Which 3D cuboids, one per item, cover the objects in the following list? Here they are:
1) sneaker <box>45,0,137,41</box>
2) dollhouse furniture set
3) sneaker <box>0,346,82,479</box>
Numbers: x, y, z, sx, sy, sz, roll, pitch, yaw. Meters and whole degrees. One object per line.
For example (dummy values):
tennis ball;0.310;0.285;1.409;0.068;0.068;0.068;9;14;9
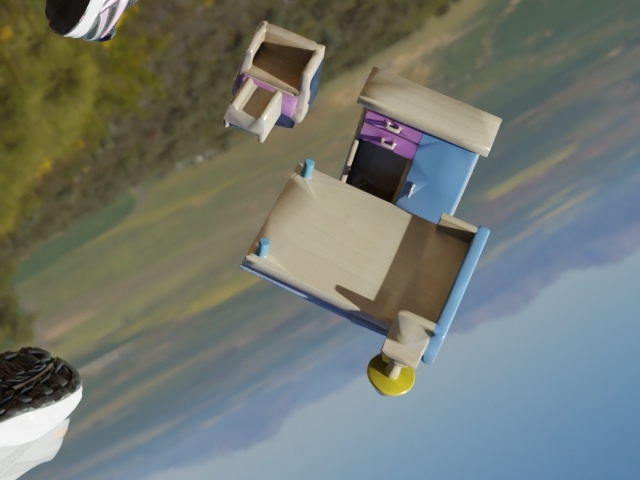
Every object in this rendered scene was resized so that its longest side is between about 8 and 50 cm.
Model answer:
sneaker;-0.199;-0.273;1.406;0.178;0.072;0.077;-56;151;9
dollhouse furniture set;0.000;0.000;1.384;0.198;0.286;0.303;109;6;-51
sneaker;-0.312;0.179;1.176;0.271;0.100;0.108;-16;130;-43
